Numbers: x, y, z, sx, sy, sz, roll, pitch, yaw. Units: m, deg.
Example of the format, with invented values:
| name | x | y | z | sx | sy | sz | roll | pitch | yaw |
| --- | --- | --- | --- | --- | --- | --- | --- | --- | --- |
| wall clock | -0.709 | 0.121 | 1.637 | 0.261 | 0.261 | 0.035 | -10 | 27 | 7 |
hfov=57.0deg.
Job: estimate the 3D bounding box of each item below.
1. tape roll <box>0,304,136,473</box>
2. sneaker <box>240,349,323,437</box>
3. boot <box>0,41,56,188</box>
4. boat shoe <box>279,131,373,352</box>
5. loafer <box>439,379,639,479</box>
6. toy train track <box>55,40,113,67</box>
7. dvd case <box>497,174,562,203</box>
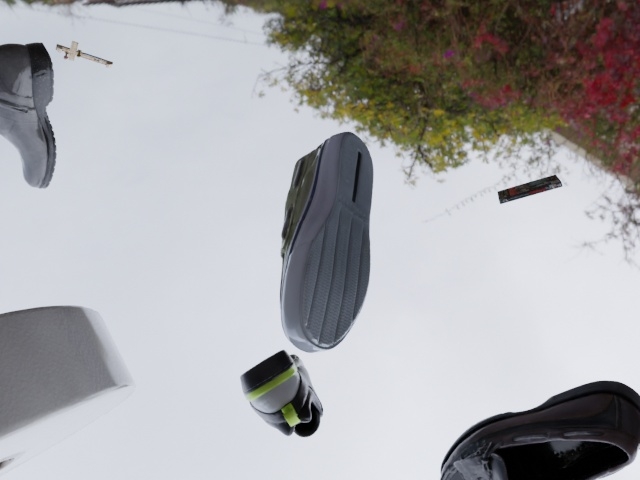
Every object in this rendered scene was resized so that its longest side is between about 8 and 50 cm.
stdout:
| name | x | y | z | sx | sy | sz | roll | pitch | yaw |
| --- | --- | --- | --- | --- | --- | --- | --- | --- | --- |
| tape roll | -0.317 | 0.166 | 0.393 | 0.392 | 0.392 | 0.072 | -29 | -99 | -3 |
| sneaker | -0.044 | 0.198 | 0.714 | 0.084 | 0.234 | 0.097 | -33 | -103 | -4 |
| boot | -0.661 | -0.243 | 1.179 | 0.223 | 0.338 | 0.118 | -14 | -136 | -34 |
| boat shoe | 0.000 | 0.000 | 0.715 | 0.094 | 0.109 | 0.302 | -20 | -137 | 38 |
| loafer | 0.253 | 0.272 | 0.725 | 0.302 | 0.109 | 0.095 | -44 | 180 | 34 |
| toy train track | -0.367 | -0.283 | 0.915 | 0.048 | 0.083 | 0.014 | -34 | -130 | 54 |
| dvd case | 0.415 | -0.102 | 1.175 | 0.119 | 0.013 | 0.087 | -18 | -170 | 18 |
